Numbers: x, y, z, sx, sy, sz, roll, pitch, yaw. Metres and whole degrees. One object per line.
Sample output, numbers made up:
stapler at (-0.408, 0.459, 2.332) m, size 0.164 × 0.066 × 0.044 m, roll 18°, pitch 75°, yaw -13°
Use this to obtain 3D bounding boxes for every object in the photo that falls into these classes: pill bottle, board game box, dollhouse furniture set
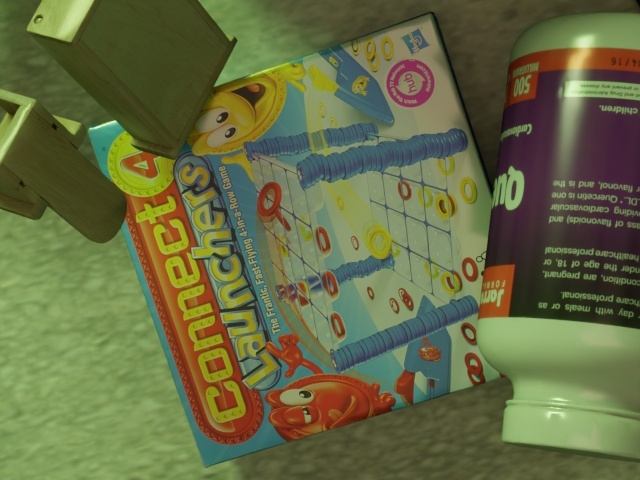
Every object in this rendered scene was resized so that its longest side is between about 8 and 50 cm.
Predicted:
pill bottle at (0.217, 0.001, 1.165) m, size 0.182 × 0.181 × 0.322 m, roll 7°, pitch 81°, yaw 6°
board game box at (0.000, 0.000, 1.293) m, size 0.302 × 0.086 × 0.308 m, roll -18°, pitch 95°, yaw 8°
dollhouse furniture set at (-0.273, -0.176, 1.247) m, size 0.356 × 0.174 × 0.303 m, roll 16°, pitch 72°, yaw 31°

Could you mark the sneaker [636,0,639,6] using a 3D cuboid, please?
sneaker at (0.341, -0.207, 1.231) m, size 0.131 × 0.112 × 0.319 m, roll -40°, pitch 94°, yaw -7°
